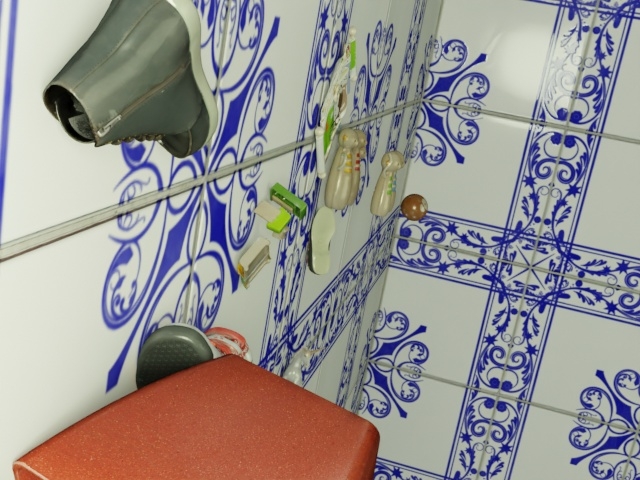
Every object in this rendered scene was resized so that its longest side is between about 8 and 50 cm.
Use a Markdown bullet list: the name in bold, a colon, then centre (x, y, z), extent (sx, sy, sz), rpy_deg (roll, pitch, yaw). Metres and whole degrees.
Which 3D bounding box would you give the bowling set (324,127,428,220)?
- **bowling set**: centre (0.124, -0.132, 1.596), extent (0.287, 0.200, 0.154), rpy_deg (-59, 161, -80)

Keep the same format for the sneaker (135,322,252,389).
- **sneaker**: centre (-0.139, 0.142, 0.932), extent (0.270, 0.090, 0.145), rpy_deg (87, 12, -46)

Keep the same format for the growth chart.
- **growth chart**: centre (0.028, -0.244, 1.463), extent (0.172, 0.021, 0.237), rpy_deg (76, 30, -69)

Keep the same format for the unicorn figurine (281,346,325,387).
- **unicorn figurine**: centre (-0.052, 0.279, 1.608), extent (0.162, 0.060, 0.111), rpy_deg (116, -6, -59)

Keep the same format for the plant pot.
- **plant pot**: centre (-0.082, 0.267, 0.748), extent (0.236, 0.267, 0.267), rpy_deg (-43, 148, -44)

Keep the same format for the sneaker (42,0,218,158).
- **sneaker**: centre (-0.152, -0.106, 0.641), extent (0.118, 0.083, 0.222), rpy_deg (-52, 168, -19)

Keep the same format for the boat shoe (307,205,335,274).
- **boat shoe**: centre (-0.002, 0.000, 1.549), extent (0.042, 0.049, 0.133), rpy_deg (-179, -86, -68)

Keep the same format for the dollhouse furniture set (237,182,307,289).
- **dollhouse furniture set**: centre (-0.086, -0.011, 1.163), extent (0.152, 0.058, 0.076), rpy_deg (-51, 167, -21)
